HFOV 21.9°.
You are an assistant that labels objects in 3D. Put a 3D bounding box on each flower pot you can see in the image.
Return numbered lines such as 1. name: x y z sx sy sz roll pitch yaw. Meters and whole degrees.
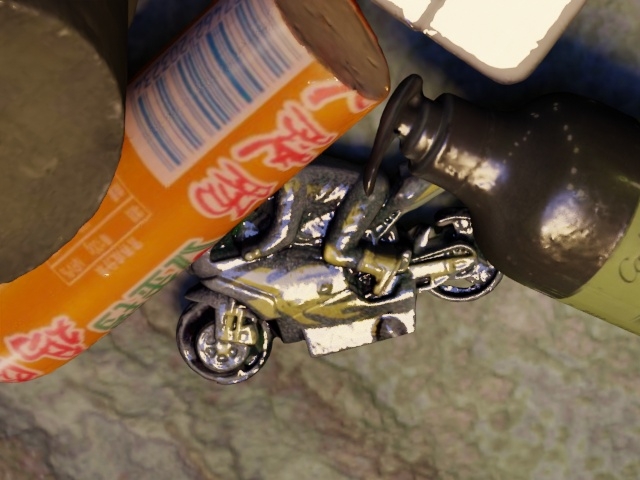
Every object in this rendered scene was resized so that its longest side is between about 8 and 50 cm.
1. flower pot: -0.180 -0.080 0.710 0.269 0.166 0.269 -16 133 -18

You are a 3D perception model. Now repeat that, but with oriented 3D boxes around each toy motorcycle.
1. toy motorcycle: 0.000 0.000 0.888 0.193 0.061 0.124 -20 107 9

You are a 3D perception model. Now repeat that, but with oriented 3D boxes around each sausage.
1. sausage: -0.102 -0.016 0.849 0.093 0.093 0.312 42 118 -17

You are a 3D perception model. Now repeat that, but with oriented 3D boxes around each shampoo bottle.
1. shampoo bottle: 0.153 -0.009 0.839 0.283 0.101 0.101 23 114 -18

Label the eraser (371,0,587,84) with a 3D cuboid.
1. eraser: -0.023 -0.204 0.790 0.352 0.061 0.089 32 112 -14
